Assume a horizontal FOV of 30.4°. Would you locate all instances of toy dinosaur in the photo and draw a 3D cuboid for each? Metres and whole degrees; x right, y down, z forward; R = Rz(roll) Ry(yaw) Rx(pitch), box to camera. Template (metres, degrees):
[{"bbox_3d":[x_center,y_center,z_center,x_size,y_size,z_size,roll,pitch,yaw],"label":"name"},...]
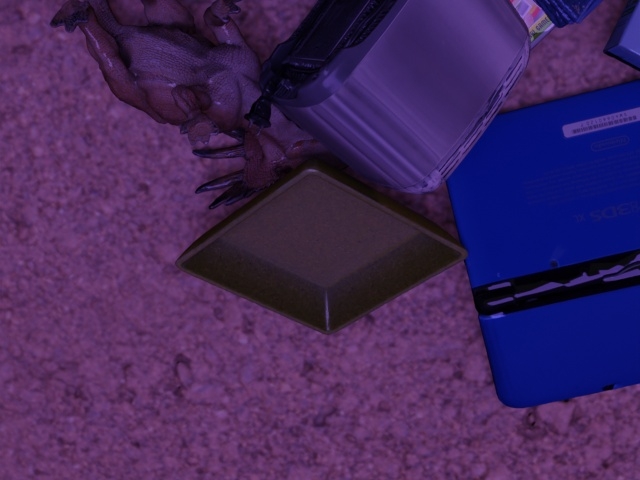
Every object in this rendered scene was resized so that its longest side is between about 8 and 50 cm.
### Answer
[{"bbox_3d":[-0.118,-0.134,1.021,0.296,0.200,0.127,36,76,15],"label":"toy dinosaur"}]

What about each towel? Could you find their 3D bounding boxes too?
[{"bbox_3d":[0.228,-0.239,0.987,0.119,0.029,0.067,-44,100,-10],"label":"towel"}]

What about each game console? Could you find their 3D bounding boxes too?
[{"bbox_3d":[0.279,0.001,1.088,0.293,0.173,0.250,-13,76,6],"label":"game console"}]

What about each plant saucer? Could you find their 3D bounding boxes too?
[{"bbox_3d":[0.000,0.000,1.038,0.188,0.045,0.188,26,137,-34],"label":"plant saucer"}]

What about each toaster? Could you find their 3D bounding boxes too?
[{"bbox_3d":[0.060,-0.138,0.930,0.146,0.129,0.227,40,79,-28],"label":"toaster"}]

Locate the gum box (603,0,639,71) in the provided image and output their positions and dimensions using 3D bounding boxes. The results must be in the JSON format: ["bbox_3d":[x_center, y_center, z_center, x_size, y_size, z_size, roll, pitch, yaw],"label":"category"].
[{"bbox_3d":[0.348,-0.204,0.979,0.157,0.041,0.184,27,86,-5],"label":"gum box"}]

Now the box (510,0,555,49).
[{"bbox_3d":[0.108,-0.174,1.034,0.114,0.036,0.207,44,105,-11],"label":"box"}]
